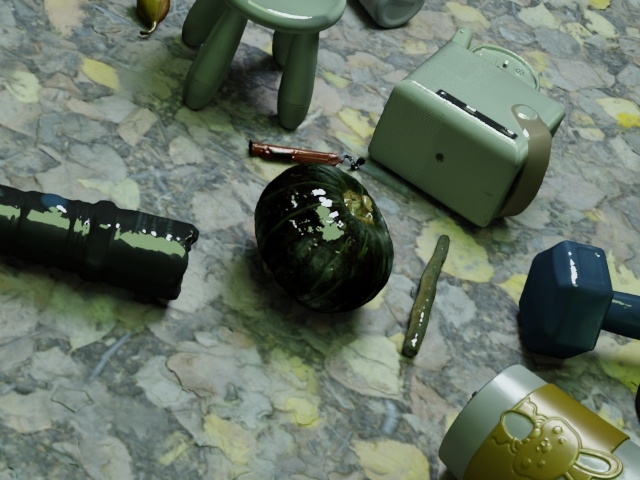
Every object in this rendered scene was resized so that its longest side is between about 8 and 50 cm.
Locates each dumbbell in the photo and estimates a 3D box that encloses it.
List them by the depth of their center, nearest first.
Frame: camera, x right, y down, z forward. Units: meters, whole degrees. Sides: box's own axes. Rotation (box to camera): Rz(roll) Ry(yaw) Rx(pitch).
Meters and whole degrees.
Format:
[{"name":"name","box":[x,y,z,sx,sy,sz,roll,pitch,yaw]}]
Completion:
[{"name":"dumbbell","box":[0.426,0.104,1.768,0.325,0.160,0.144,15,75,-13]}]

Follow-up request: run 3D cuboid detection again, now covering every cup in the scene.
[{"name":"cup","box":[0.239,0.280,1.496,0.241,0.185,0.226,-42,65,-14]}]

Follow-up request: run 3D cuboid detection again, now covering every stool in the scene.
[{"name":"stool","box":[-0.086,-0.289,1.869,0.195,0.198,0.195,11,42,-18]}]

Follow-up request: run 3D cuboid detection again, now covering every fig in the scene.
[{"name":"fig","box":[-0.243,-0.327,1.944,0.050,0.050,0.083,14,61,-14]}]

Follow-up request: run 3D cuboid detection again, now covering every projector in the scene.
[{"name":"projector","box":[0.215,-0.146,1.902,0.242,0.163,0.177,33,43,14]}]

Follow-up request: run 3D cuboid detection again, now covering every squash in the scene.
[{"name":"squash","box":[0.005,-0.003,1.660,0.193,0.156,0.193,25,21,-10]}]

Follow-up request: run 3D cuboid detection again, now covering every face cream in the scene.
[{"name":"face cream","box":[0.068,-0.460,2.187,0.101,0.101,0.251,-12,54,-35]}]

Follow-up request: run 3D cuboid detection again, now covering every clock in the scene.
[{"name":"clock","box":[0.272,-0.242,2.099,0.191,0.062,0.151,26,42,-1]}]

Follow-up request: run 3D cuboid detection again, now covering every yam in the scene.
[{"name":"yam","box":[0.137,0.065,1.752,0.027,0.029,0.234,46,36,-19]}]

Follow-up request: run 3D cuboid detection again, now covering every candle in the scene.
[{"name":"candle","box":[-0.017,-0.114,1.857,0.167,0.021,0.026,7,25,-19]}]

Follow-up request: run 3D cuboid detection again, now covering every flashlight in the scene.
[{"name":"flashlight","box":[-0.353,-0.026,1.546,0.424,0.103,0.103,15,43,-11]}]

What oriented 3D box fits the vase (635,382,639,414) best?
[{"name":"vase","box":[0.515,0.221,1.756,0.211,0.060,0.060,13,43,-14]}]
